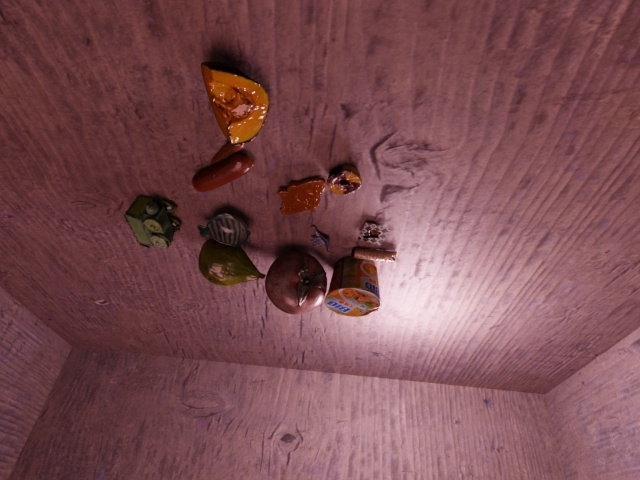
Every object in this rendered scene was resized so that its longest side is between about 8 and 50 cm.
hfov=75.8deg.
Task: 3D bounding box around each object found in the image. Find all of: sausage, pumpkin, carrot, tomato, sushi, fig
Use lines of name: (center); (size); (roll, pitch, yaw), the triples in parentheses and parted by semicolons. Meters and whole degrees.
sausage: (-0.395, -0.267, 1.653); (0.300, 0.083, 0.089); (-18, 131, 28)
pumpkin: (-0.277, -0.484, 1.347); (0.169, 0.148, 0.312); (-30, 154, -15)
carrot: (-0.364, -0.343, 1.588); (0.216, 0.048, 0.048); (-21, 135, 38)
tomato: (-0.120, 0.211, 2.053); (0.317, 0.316, 0.283); (25, 155, -22)
sushi: (0.246, -0.039, 1.895); (0.120, 0.026, 0.126); (16, 138, -7)
fig: (-0.455, 0.132, 2.017); (0.314, 0.233, 0.233); (43, 147, 20)

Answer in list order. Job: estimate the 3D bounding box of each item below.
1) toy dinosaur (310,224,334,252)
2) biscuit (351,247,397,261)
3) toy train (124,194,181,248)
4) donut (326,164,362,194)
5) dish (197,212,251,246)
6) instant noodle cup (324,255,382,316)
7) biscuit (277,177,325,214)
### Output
toy dinosaur: (0.000, 0.000, 1.969); (0.080, 0.045, 0.197); (-19, 127, 26)
biscuit: (0.261, 0.069, 2.008); (0.219, 0.055, 0.061); (5, 132, 3)
toy train: (-0.773, -0.081, 1.909); (0.188, 0.159, 0.271); (14, 143, 8)
donut: (0.095, -0.243, 1.625); (0.141, 0.059, 0.140); (4, 142, 3)
dish: (-0.440, -0.067, 1.921); (0.246, 0.078, 0.224); (1, 139, 5)
instant noodle cup: (0.170, 0.229, 2.101); (0.297, 0.214, 0.296); (4, 142, 3)
biscuit: (-0.079, -0.189, 1.739); (0.183, 0.043, 0.280); (27, 134, -30)
